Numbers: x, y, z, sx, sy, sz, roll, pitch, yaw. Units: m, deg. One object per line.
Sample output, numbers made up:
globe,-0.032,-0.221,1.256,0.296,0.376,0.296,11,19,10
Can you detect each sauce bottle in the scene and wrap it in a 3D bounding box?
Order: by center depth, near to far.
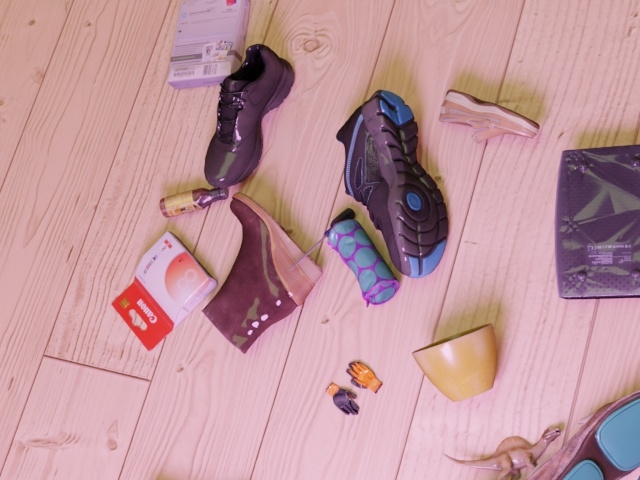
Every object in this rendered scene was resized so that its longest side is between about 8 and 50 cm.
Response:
sauce bottle,-0.236,-0.075,2.166,0.128,0.042,0.042,-14,64,15

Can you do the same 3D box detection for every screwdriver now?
screwdriver,0.000,0.000,2.009,0.170,0.025,0.024,-43,99,-23

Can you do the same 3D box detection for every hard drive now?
hard drive,0.460,-0.026,1.833,0.172,0.054,0.254,-3,68,22

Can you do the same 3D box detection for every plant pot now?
plant pot,0.222,0.197,1.816,0.134,0.134,0.095,-21,87,15

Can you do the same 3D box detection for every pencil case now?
pencil case,0.071,0.038,1.972,0.070,0.064,0.151,-29,59,-8

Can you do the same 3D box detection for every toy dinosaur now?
toy dinosaur,0.287,0.342,1.769,0.183,0.053,0.092,-18,47,8

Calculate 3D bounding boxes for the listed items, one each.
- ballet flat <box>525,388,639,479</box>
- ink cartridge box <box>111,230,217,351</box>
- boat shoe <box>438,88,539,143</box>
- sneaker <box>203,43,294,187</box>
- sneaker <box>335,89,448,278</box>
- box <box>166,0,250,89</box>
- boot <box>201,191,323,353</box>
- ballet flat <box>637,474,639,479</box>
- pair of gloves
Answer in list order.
ballet flat,0.389,0.311,1.687,0.316,0.107,0.106,-35,13,-17
ink cartridge box,-0.296,0.091,2.124,0.179,0.045,0.145,-44,58,-1
boat shoe,0.286,-0.198,1.983,0.190,0.068,0.072,26,93,40
sneaker,-0.154,-0.236,2.147,0.109,0.130,0.286,15,76,26
sneaker,0.120,-0.083,1.992,0.140,0.125,0.340,-32,59,41
box,-0.221,-0.394,2.296,0.145,0.038,0.186,-3,69,22
boot,-0.138,0.052,2.042,0.207,0.090,0.248,-43,62,0
ballet flat,0.463,0.421,1.640,0.087,0.083,0.247,29,84,-7
pair of gloves,0.054,0.245,1.924,0.074,0.010,0.083,40,89,31
